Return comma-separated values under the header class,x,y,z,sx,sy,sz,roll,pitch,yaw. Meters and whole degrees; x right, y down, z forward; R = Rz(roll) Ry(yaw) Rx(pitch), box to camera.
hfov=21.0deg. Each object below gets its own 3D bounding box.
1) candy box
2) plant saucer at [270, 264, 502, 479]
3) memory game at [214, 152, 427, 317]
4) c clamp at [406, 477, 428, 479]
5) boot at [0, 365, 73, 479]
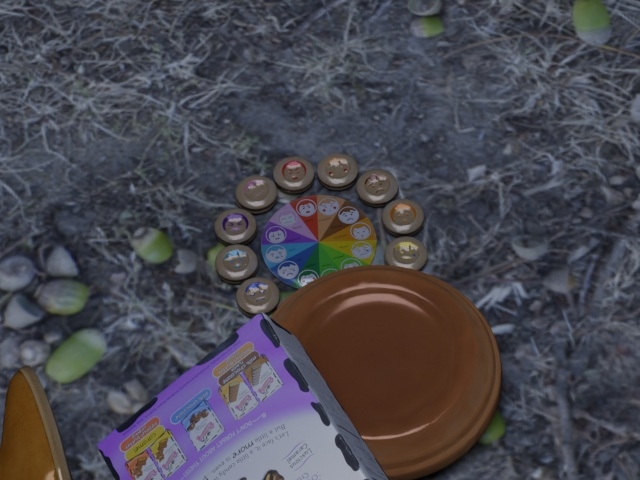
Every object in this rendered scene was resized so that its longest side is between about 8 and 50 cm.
class,x,y,z,sx,sy,sz,roll,pitch,yaw
candy box,-0.047,0.183,1.272,0.165,0.070,0.196,-38,60,7
plant saucer,0.044,0.097,1.361,0.200,0.037,0.200,-1,54,1
memory game,0.000,0.000,1.462,0.186,0.012,0.186,-1,56,2
c clamp,0.066,0.249,1.289,0.137,0.022,0.161,16,56,11
boot,-0.272,0.243,1.255,0.211,0.104,0.295,-14,61,-7
